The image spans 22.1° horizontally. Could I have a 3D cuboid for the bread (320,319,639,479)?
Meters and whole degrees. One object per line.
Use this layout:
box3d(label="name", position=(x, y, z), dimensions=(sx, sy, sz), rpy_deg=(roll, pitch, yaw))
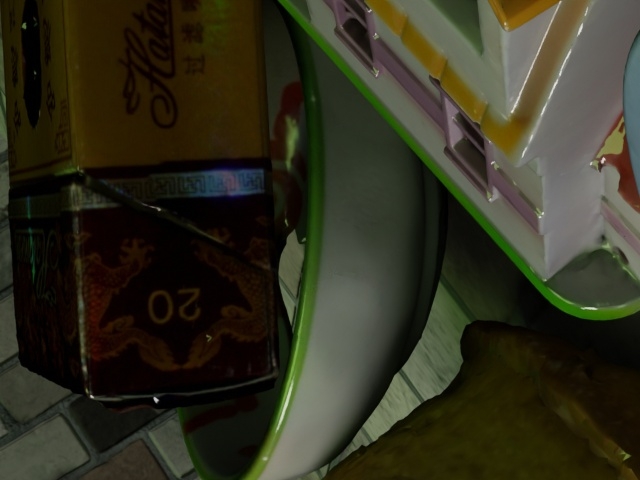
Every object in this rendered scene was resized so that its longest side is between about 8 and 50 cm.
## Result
box3d(label="bread", position=(0.152, 0.239, 0.964), dimensions=(0.398, 0.215, 0.398), rpy_deg=(55, 168, 18))

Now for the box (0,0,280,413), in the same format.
box3d(label="box", position=(-0.119, -0.118, 0.975), dimensions=(0.264, 0.116, 0.415), rpy_deg=(-177, 85, -70))

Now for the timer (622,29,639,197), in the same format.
box3d(label="timer", position=(0.225, 0.039, 0.384), dimensions=(0.395, 0.173, 0.395), rpy_deg=(62, 180, 0))

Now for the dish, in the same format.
box3d(label="dish", position=(0.000, 0.000, 1.032), dimensions=(0.324, 0.124, 0.324), rpy_deg=(-176, 90, -72))

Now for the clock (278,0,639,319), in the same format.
box3d(label="clock", position=(0.076, -0.148, 0.552), dimensions=(0.235, 0.166, 0.309), rpy_deg=(50, 170, 26))
